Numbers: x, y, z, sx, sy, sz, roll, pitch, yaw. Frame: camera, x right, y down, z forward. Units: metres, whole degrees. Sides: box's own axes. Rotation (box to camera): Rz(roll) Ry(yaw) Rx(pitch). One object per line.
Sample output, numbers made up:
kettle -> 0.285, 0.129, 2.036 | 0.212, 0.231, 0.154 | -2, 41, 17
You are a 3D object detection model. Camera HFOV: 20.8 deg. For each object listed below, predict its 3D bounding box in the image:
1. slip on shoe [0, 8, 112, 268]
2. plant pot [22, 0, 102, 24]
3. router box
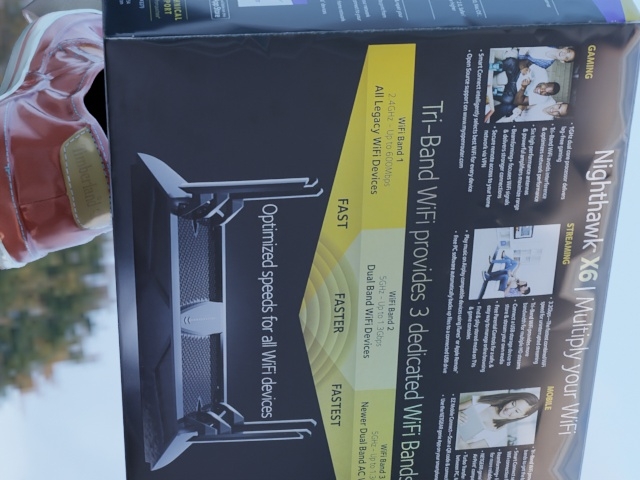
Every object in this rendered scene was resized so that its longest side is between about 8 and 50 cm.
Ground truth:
slip on shoe -> -0.143, -0.070, 1.075 | 0.331, 0.101, 0.123 | -80, 160, -72
plant pot -> -0.104, -0.235, 1.706 | 0.256, 0.274, 0.256 | 42, -6, 6
router box -> 0.018, 0.012, 0.870 | 0.081, 0.242, 0.309 | -102, -169, -55
